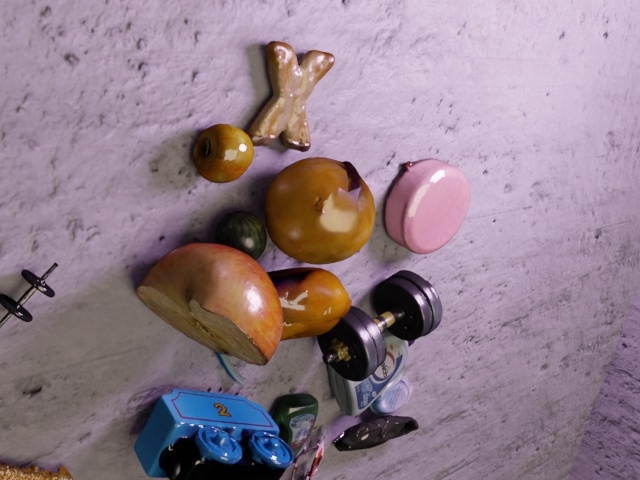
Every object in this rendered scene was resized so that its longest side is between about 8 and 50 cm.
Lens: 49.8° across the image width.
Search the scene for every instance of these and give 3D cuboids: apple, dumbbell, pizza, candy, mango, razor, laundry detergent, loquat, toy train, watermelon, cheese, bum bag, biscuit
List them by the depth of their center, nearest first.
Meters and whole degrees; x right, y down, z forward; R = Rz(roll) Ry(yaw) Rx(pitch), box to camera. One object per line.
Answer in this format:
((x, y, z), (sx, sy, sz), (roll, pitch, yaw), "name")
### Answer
((-0.502, 0.095, 1.178), (0.147, 0.069, 0.069), (-49, 136, -9), "dumbbell")
((-0.180, -0.161, 1.300), (0.102, 0.099, 0.114), (12, 102, -47), "apple")
((-0.187, 0.107, 1.332), (0.163, 0.293, 0.251), (-59, 142, -22), "apple")
((-0.591, 0.486, 1.334), (0.188, 0.062, 0.199), (-44, 130, -31), "pizza")
((-0.063, -0.283, 1.370), (0.164, 0.047, 0.208), (-1, 114, -43), "biscuit")
((-0.160, 0.006, 1.405), (0.105, 0.105, 0.133), (-22, 117, -32), "watermelon")
((-0.003, -0.062, 1.418), (0.235, 0.235, 0.235), (-21, 126, -32), "loquat")
((-0.221, 0.454, 1.494), (0.300, 0.265, 0.188), (19, 104, -42), "toy train")
((-0.062, 0.142, 1.525), (0.287, 0.201, 0.152), (-5, 74, -41), "mango")
((-0.211, 0.267, 1.564), (0.068, 0.037, 0.191), (-78, 161, -45), "razor")
((0.149, 0.208, 1.723), (0.388, 0.185, 0.185), (-27, 129, -37), "dumbbell")
((0.271, -0.090, 1.747), (0.255, 0.094, 0.255), (-21, 127, -31), "candy")
((-0.086, 0.503, 1.795), (0.137, 0.063, 0.211), (2, 114, -42), "laundry detergent")
((0.160, 0.334, 1.883), (0.280, 0.105, 0.215), (-29, 123, -29), "laundry detergent")
((0.175, 0.448, 2.000), (0.245, 0.052, 0.135), (9, 105, -36), "cheese")
((0.159, 0.557, 2.018), (0.326, 0.080, 0.142), (3, 147, -45), "bum bag")

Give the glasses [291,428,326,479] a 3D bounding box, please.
((-0.058, 0.632, 1.890), (0.255, 0.095, 0.162), (-63, 167, 7), "glasses")
